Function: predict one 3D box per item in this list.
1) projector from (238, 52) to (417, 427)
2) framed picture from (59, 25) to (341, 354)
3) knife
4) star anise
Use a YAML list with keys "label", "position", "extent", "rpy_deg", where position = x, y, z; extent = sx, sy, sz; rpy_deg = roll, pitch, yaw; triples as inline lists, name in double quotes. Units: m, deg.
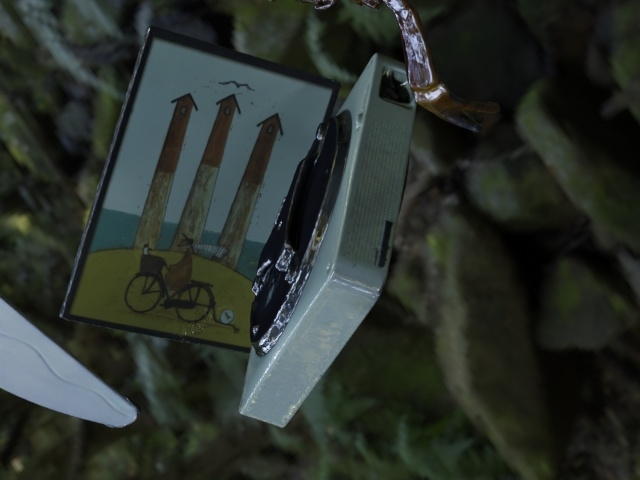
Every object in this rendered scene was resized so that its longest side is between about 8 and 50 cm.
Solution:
- label: "projector"
  position: [0.000, 0.000, 1.492]
  extent: [0.079, 0.257, 0.259]
  rpy_deg: [20, 141, -9]
- label: "framed picture"
  position: [-0.126, -0.046, 1.808]
  extent: [0.244, 0.324, 0.013]
  rpy_deg: [13, -171, -32]
- label: "knife"
  position: [-0.236, 0.040, 1.077]
  extent: [0.336, 0.081, 0.043]
  rpy_deg: [52, -157, -37]
- label: "star anise"
  position: [0.061, -0.233, 1.328]
  extent: [0.148, 0.237, 0.346]
  rpy_deg: [45, 160, 61]
